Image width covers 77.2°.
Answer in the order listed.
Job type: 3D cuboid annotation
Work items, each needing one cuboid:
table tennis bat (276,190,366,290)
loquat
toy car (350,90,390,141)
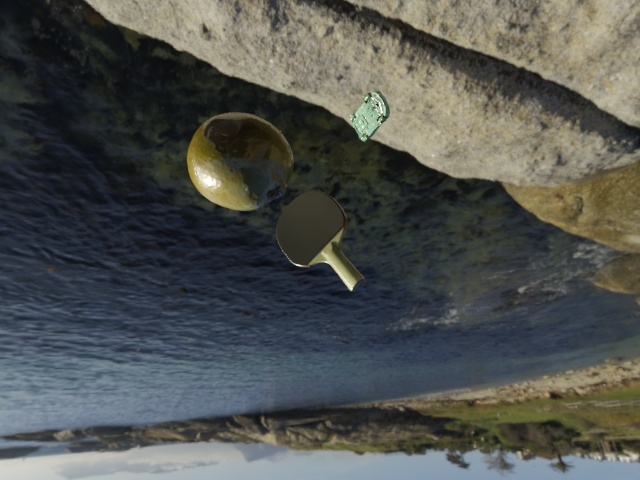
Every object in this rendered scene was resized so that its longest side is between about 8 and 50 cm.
[{"bbox_3d":[0.000,0.000,0.452,0.087,0.156,0.013,-43,140,5],"label":"table tennis bat"},{"bbox_3d":[-0.131,-0.125,0.628,0.195,0.152,0.152,34,164,21],"label":"loquat"},{"bbox_3d":[0.146,-0.348,1.125,0.058,0.093,0.186,-27,176,-22],"label":"toy car"}]
